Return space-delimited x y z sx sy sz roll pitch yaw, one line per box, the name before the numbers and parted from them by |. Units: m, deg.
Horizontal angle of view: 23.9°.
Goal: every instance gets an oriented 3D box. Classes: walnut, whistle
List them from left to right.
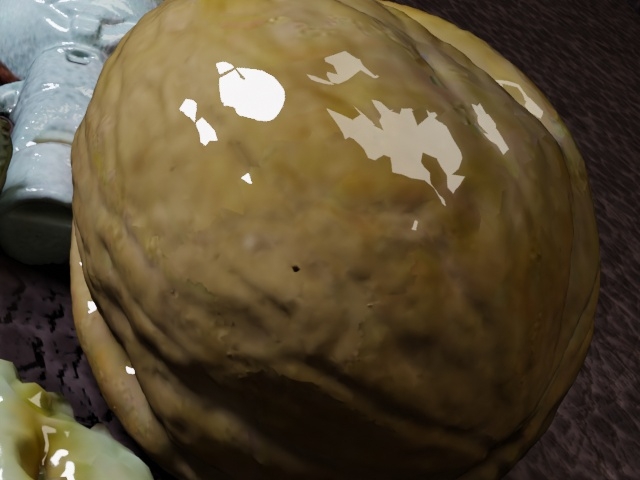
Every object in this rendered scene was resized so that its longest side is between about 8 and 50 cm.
whistle | -0.172 -0.109 1.052 0.142 0.134 0.346 31 32 -23
walnut | 0.000 0.000 0.859 0.332 0.333 0.333 31 23 -14

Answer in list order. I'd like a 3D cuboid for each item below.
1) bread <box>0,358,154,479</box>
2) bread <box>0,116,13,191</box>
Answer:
bread | -0.202 0.134 0.355 0.395 0.239 0.264 36 22 3
bread | -0.261 -0.056 0.851 0.094 0.083 0.157 25 8 27
